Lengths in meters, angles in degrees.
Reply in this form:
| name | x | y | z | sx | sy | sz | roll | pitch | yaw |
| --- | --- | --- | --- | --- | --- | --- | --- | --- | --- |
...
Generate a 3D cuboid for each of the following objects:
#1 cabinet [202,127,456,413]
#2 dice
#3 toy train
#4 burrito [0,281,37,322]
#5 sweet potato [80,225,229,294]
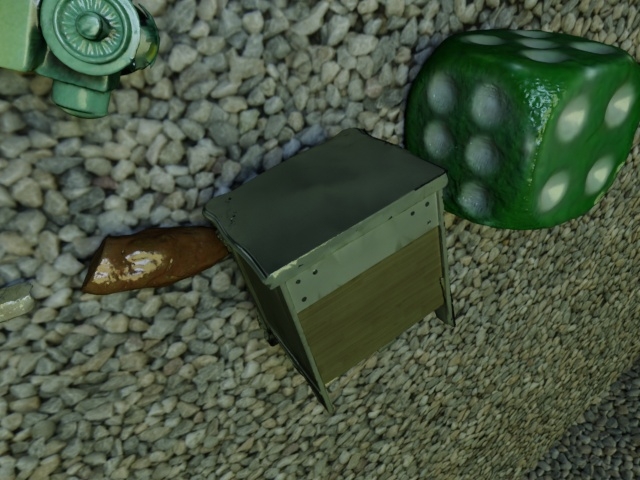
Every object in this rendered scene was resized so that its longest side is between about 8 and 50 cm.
| name | x | y | z | sx | sy | sz | roll | pitch | yaw |
| --- | --- | --- | --- | --- | --- | --- | --- | --- | --- |
| cabinet | 0.030 | 0.043 | 0.786 | 0.290 | 0.227 | 0.317 | -31 | 131 | -17 |
| dice | 0.350 | -0.202 | 0.890 | 0.300 | 0.287 | 0.296 | -17 | 125 | -26 |
| toy train | -0.272 | -0.329 | 0.478 | 0.254 | 0.160 | 0.396 | 12 | 108 | -15 |
| burrito | -0.467 | 0.100 | 0.677 | 0.149 | 0.041 | 0.055 | -22 | 138 | -22 |
| sweet potato | -0.236 | 0.021 | 0.755 | 0.252 | 0.097 | 0.097 | -16 | 123 | -36 |
